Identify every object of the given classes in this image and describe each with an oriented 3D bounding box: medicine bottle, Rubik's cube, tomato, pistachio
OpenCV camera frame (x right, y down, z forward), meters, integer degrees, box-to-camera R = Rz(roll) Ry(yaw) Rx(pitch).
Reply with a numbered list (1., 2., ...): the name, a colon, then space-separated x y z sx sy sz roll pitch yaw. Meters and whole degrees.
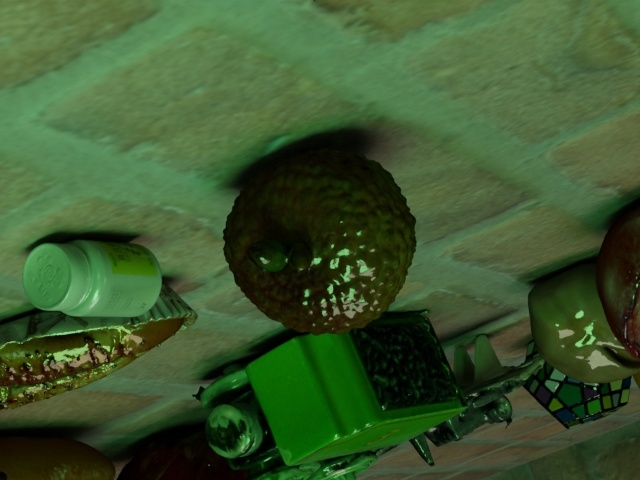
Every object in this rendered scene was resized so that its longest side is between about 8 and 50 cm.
1. medicine bottle: -0.139 0.023 0.957 0.047 0.047 0.083 -27 163 28
2. Rubik's cube: 0.301 0.157 1.838 0.133 0.111 0.133 -19 165 -5
3. tomato: 0.304 0.009 1.368 0.173 0.099 0.189 22 100 -46
4. pistachio: 0.274 0.075 1.527 0.124 0.124 0.185 -27 169 29

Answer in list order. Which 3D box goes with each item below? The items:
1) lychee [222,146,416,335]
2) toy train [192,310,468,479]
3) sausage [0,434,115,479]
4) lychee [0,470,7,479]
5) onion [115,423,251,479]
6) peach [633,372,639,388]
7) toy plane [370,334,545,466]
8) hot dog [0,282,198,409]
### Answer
1. lychee: 0.000 0.000 0.926 0.114 0.114 0.146 -25 -179 20
2. toy train: 0.010 0.152 1.446 0.188 0.132 0.243 -33 162 29
3. sausage: -0.274 0.217 1.395 0.098 0.098 0.238 -26 163 24
4. lychee: -0.326 0.203 1.148 0.188 0.188 0.188 -18 165 -5
5. onion: -0.094 0.312 1.654 0.276 0.276 0.276 -18 165 -5
6. peach: 0.468 0.151 1.990 0.138 0.138 0.138 -18 165 -5
7. toy plane: 0.132 0.186 1.643 0.192 0.088 0.262 -32 -177 44
8. hot dog: -0.178 0.076 1.088 0.192 0.053 0.099 -16 169 -3
